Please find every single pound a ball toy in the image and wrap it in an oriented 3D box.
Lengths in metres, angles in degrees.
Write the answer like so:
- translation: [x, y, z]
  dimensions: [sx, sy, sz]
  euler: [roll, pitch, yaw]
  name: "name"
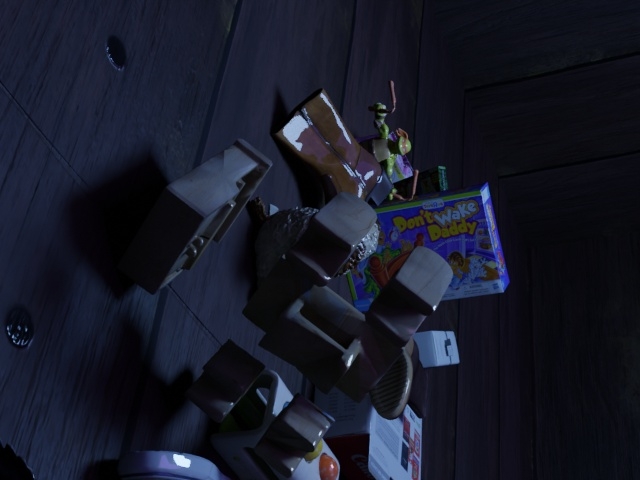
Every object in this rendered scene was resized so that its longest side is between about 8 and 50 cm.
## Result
- translation: [-0.057, 0.389, 1.678]
  dimensions: [0.208, 0.136, 0.319]
  euler: [-80, 151, -42]
  name: "pound a ball toy"

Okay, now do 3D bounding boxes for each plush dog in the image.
- translation: [0.000, 0.000, 1.869]
  dimensions: [0.262, 0.226, 0.210]
  euler: [-51, 128, -63]
  name: "plush dog"

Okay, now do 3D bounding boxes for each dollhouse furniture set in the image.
- translation: [-0.055, 0.062, 1.495]
  dimensions: [0.394, 0.362, 0.256]
  euler: [37, 27, 3]
  name: "dollhouse furniture set"

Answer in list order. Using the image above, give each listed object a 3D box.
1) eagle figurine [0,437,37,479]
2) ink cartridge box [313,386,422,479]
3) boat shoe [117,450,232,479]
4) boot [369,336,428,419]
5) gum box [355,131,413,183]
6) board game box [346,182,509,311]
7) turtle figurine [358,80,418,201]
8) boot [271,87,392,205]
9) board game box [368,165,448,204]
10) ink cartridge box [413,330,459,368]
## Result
- translation: [-0.301, 0.355, 1.003]
  dimensions: [0.225, 0.226, 0.298]
  euler: [33, 53, -36]
  name: "eagle figurine"
- translation: [0.099, 0.407, 2.073]
  dimensions: [0.309, 0.130, 0.271]
  euler: [56, 30, -46]
  name: "ink cartridge box"
- translation: [-0.184, 0.361, 1.407]
  dimensions: [0.302, 0.109, 0.094]
  euler: [50, 38, -57]
  name: "boat shoe"
- translation: [0.173, 0.294, 2.008]
  dimensions: [0.248, 0.090, 0.207]
  euler: [-85, 152, -46]
  name: "boot"
- translation: [0.155, -0.187, 2.516]
  dimensions: [0.188, 0.107, 0.062]
  euler: [56, 32, -47]
  name: "gum box"
- translation: [0.222, 0.019, 2.264]
  dimensions: [0.078, 0.347, 0.233]
  euler: [-38, 116, -64]
  name: "board game box"
- translation: [0.111, -0.207, 2.258]
  dimensions: [0.087, 0.217, 0.269]
  euler: [-4, 84, -69]
  name: "turtle figurine"
- translation: [0.001, -0.127, 2.081]
  dimensions: [0.264, 0.096, 0.280]
  euler: [-49, 121, -13]
  name: "boot"
- translation: [0.197, -0.075, 2.386]
  dimensions: [0.030, 0.260, 0.136]
  euler: [5, 73, -41]
  name: "board game box"
- translation: [0.234, 0.270, 2.456]
  dimensions: [0.208, 0.153, 0.086]
  euler: [15, 65, -68]
  name: "ink cartridge box"
